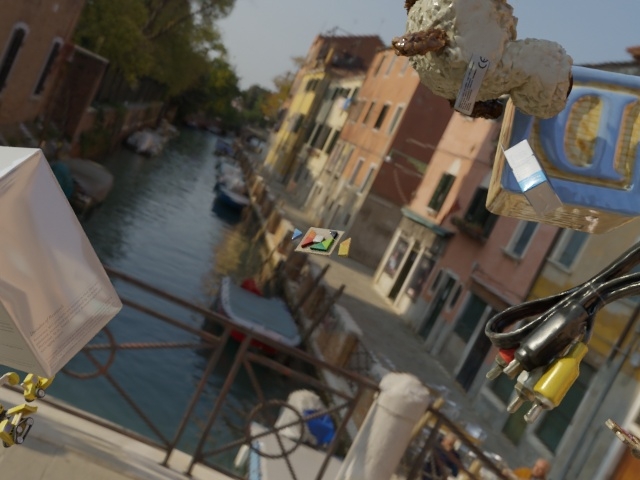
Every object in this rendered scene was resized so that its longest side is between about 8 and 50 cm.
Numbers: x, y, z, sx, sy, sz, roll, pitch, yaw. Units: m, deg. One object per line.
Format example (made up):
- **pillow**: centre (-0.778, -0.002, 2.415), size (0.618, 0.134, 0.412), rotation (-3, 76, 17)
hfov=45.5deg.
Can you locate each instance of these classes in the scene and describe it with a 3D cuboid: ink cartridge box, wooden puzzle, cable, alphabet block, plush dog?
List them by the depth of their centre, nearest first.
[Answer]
- **ink cartridge box**: centre (0.222, -0.072, 0.808), size (0.048, 0.028, 0.083), rotation (44, 25, -41)
- **cable**: centre (0.314, 0.087, 0.912), size (0.072, 0.287, 0.139), rotation (51, 0, -31)
- **plush dog**: centre (0.177, -0.256, 0.992), size (0.225, 0.211, 0.262), rotation (-151, -139, -84)
- **alphabet block**: centre (0.355, -0.125, 1.086), size (0.193, 0.192, 0.197), rotation (14, -6, 8)
- **wooden puzzle**: centre (0.000, 0.000, 1.305), size (0.116, 0.014, 0.078), rotation (3, 38, 21)

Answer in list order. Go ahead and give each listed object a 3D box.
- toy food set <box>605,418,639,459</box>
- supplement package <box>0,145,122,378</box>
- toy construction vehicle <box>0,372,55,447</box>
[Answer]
- **toy food set**: centre (0.537, 0.352, 1.349), size (0.122, 0.019, 0.078), rotation (36, 14, -31)
- **supplement package**: centre (-0.278, 0.017, 0.682), size (0.105, 0.105, 0.179), rotation (8, -49, 33)
- **toy construction vehicle**: centre (-0.340, 0.180, 0.835), size (0.035, 0.086, 0.098), rotation (50, 37, -28)
